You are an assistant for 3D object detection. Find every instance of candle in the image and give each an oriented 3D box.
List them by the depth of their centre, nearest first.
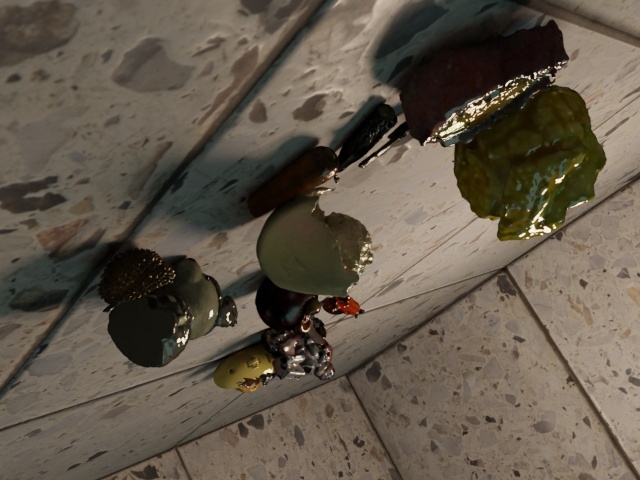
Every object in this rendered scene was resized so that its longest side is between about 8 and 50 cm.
[{"bbox_3d":[0.080,0.210,2.130,0.084,0.059,0.301,-20,164,11],"label":"candle"}]

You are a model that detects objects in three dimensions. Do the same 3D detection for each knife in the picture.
[{"bbox_3d":[0.140,-0.181,1.078,0.222,0.021,0.045,-37,-173,-12],"label":"knife"}]

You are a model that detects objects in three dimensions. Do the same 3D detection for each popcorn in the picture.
[{"bbox_3d":[0.364,-0.147,1.189,0.246,0.282,0.282,-23,164,-1],"label":"popcorn"}]

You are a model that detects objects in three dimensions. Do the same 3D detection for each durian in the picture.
[{"bbox_3d":[-0.283,0.051,0.998,0.110,0.071,0.140,-13,-162,30],"label":"durian"}]

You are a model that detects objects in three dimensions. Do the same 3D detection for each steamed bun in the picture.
[{"bbox_3d":[0.000,0.000,1.093,0.199,0.171,0.225,11,-175,-5],"label":"steamed bun"}]

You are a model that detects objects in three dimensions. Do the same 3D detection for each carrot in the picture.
[{"bbox_3d":[-0.044,-0.089,1.036,0.161,0.055,0.055,-28,165,21],"label":"carrot"}]

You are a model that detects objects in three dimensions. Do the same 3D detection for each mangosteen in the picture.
[{"bbox_3d":[-0.068,0.140,1.506,0.152,0.153,0.152,-27,164,-9],"label":"mangosteen"}]

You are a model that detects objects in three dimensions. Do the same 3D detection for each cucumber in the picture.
[{"bbox_3d":[0.058,-0.149,1.054,0.163,0.043,0.039,-41,-157,42],"label":"cucumber"}]

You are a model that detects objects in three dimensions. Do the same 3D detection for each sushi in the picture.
[{"bbox_3d":[0.221,-0.227,0.957,0.241,0.108,0.161,-32,167,29],"label":"sushi"}]

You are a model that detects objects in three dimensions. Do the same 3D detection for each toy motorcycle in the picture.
[{"bbox_3d":[-0.082,0.340,1.977,0.134,0.207,0.401,-43,159,29],"label":"toy motorcycle"}]

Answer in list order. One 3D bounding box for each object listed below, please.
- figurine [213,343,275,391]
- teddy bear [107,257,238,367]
[{"bbox_3d":[-0.199,0.397,2.121,0.324,0.124,0.222,-10,158,-42],"label":"figurine"},{"bbox_3d":[-0.257,0.108,1.142,0.171,0.144,0.251,0,-167,17],"label":"teddy bear"}]
